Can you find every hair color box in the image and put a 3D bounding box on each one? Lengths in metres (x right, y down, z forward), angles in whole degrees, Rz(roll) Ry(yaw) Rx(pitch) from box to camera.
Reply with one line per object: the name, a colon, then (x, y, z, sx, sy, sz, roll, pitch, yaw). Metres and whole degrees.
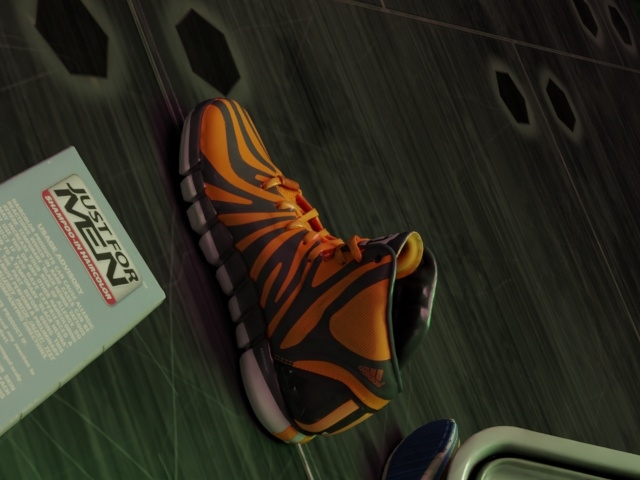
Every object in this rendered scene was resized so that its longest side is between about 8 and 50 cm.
hair color box: (-0.252, 0.087, 0.711, 0.114, 0.185, 0.374, 59, 28, -6)

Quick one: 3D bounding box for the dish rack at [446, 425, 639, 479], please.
dish rack: (0.253, 0.328, 1.226, 0.072, 0.332, 0.286, 78, 26, -65)

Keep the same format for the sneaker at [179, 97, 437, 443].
sneaker: (0.000, 0.000, 1.221, 0.124, 0.180, 0.321, 1, 66, -60)

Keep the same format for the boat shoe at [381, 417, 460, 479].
boat shoe: (0.094, 0.241, 1.311, 0.066, 0.066, 0.183, 58, 38, -21)
